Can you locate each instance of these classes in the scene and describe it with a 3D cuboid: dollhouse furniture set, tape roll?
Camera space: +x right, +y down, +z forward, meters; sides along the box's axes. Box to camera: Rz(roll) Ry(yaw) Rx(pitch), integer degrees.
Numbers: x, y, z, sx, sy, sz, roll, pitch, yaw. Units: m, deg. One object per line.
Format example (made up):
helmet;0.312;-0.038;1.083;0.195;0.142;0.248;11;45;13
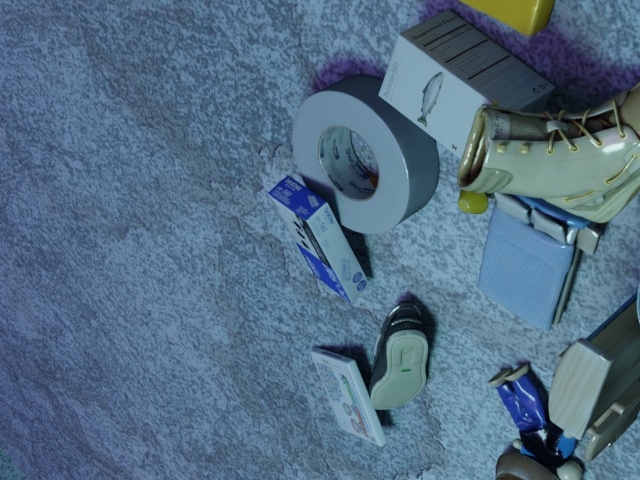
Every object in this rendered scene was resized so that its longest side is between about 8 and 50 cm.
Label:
dollhouse furniture set;0.263;0.104;1.506;0.303;0.198;0.286;34;137;28
tape roll;0.062;-0.122;1.673;0.219;0.072;0.219;28;134;33

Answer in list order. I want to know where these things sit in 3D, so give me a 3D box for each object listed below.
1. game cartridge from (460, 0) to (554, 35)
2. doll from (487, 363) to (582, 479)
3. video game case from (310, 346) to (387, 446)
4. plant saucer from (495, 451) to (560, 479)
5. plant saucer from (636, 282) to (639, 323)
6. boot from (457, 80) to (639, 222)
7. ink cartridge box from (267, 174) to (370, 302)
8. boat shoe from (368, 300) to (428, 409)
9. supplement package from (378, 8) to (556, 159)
game cartridge;0.159;-0.431;1.375;0.324;0.053;0.285;34;137;24
doll;0.317;0.270;1.687;0.129;0.046;0.189;-27;94;53
video game case;0.046;0.260;1.971;0.143;0.019;0.157;8;122;63
plant saucer;0.320;0.387;1.749;0.168;0.029;0.168;39;153;25
plant saucer;0.456;0.063;1.339;0.195;0.037;0.194;2;105;6
boot;0.284;-0.125;1.325;0.204;0.095;0.262;11;146;-13
ink cartridge box;0.000;0.000;1.773;0.097;0.046;0.207;36;163;40
boat shoe;0.121;0.186;1.839;0.233;0.084;0.079;99;165;-49
supplement package;0.180;-0.186;1.470;0.179;0.105;0.105;40;140;22
